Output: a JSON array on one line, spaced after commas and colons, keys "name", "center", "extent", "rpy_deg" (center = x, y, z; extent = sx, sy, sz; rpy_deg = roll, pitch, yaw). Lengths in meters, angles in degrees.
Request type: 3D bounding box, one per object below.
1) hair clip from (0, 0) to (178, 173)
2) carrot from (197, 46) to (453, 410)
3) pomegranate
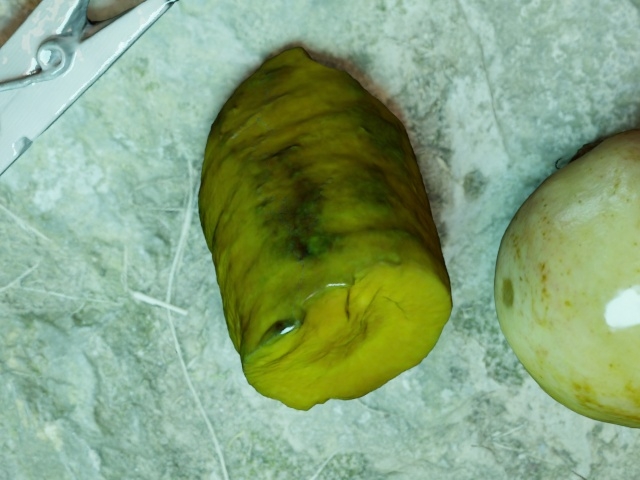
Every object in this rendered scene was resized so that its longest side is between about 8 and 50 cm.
[{"name": "hair clip", "center": [-0.287, -0.169, 1.236], "extent": [0.331, 0.085, 0.101], "rpy_deg": [-44, 106, 9]}, {"name": "carrot", "center": [0.000, 0.000, 1.262], "extent": [0.241, 0.341, 0.241], "rpy_deg": [-8, 140, -7]}, {"name": "pomegranate", "center": [0.342, 0.021, 1.276], "extent": [0.338, 0.338, 0.338], "rpy_deg": [-2, 108, -7]}]
